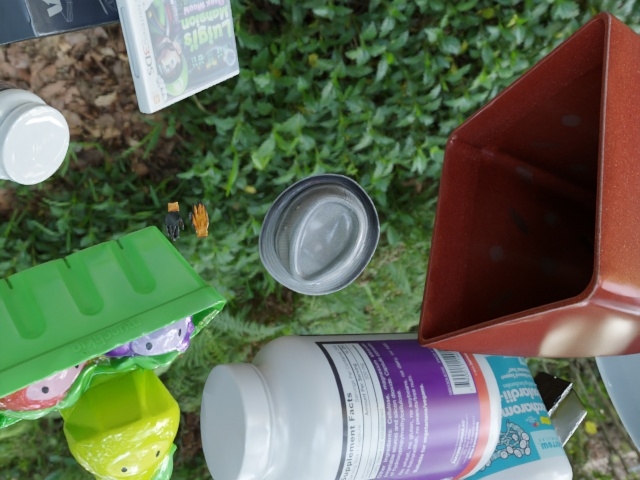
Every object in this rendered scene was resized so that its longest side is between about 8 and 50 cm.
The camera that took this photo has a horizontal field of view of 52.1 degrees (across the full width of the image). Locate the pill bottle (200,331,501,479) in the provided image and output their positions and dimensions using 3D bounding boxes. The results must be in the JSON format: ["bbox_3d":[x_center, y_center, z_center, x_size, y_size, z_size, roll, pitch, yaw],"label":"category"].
[{"bbox_3d":[0.037,0.197,0.750,0.323,0.181,0.181,3,148,-30],"label":"pill bottle"}]

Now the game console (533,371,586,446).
[{"bbox_3d":[0.475,0.347,1.354,0.122,0.107,0.071,-36,127,-34],"label":"game console"}]

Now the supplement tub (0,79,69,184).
[{"bbox_3d":[-0.689,-0.242,1.366,0.272,0.191,0.191,23,163,19],"label":"supplement tub"}]

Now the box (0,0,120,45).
[{"bbox_3d":[-0.329,-0.334,0.798,0.093,0.156,0.158,4,-155,36],"label":"box"}]

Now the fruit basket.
[{"bbox_3d":[-0.318,0.213,0.981,0.392,0.392,0.283,-4,160,-26],"label":"fruit basket"}]

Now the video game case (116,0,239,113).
[{"bbox_3d":[-0.177,-0.275,0.841,0.190,0.022,0.173,-43,137,-48],"label":"video game case"}]

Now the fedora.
[{"bbox_3d":[0.000,0.000,1.348,0.275,0.244,0.124,-53,-170,9],"label":"fedora"}]

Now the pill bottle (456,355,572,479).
[{"bbox_3d":[0.236,0.261,0.871,0.146,0.264,0.146,-13,151,-7],"label":"pill bottle"}]

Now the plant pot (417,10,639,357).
[{"bbox_3d":[0.280,-0.008,0.657,0.236,0.267,0.267,19,158,-15],"label":"plant pot"}]

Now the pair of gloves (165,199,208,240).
[{"bbox_3d":[-0.251,-0.038,1.229,0.083,0.074,0.010,-4,178,6],"label":"pair of gloves"}]

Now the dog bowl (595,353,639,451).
[{"bbox_3d":[0.474,0.198,0.880,0.104,0.265,0.265,-20,155,5],"label":"dog bowl"}]
